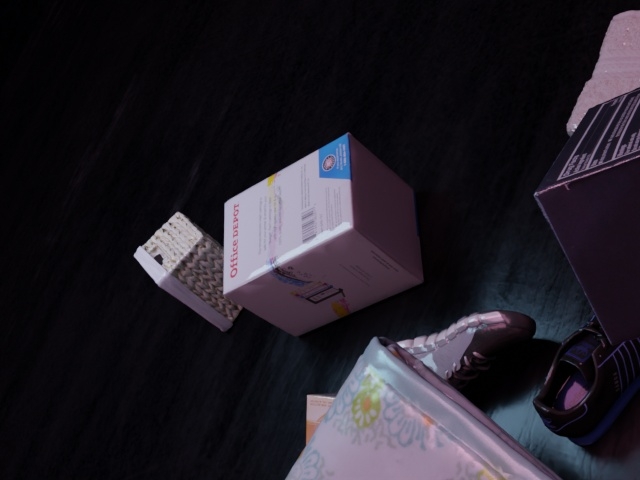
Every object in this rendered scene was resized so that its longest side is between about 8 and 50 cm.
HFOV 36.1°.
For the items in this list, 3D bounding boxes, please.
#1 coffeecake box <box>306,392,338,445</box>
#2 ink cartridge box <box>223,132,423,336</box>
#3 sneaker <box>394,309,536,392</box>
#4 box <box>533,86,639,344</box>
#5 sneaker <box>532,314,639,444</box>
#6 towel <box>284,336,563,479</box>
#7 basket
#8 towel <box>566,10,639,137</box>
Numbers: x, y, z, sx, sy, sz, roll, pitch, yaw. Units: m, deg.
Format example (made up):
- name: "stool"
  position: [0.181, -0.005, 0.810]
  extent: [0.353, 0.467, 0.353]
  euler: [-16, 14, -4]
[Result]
- name: "coffeecake box"
  position: [0.053, 0.282, 1.181]
  extent: [0.142, 0.068, 0.185]
  euler: [-3, 84, 43]
- name: "ink cartridge box"
  position: [0.000, 0.000, 1.395]
  extent: [0.233, 0.168, 0.171]
  euler: [-26, 47, 29]
- name: "sneaker"
  position: [0.169, 0.173, 1.193]
  extent: [0.229, 0.086, 0.132]
  euler: [-26, 52, 43]
- name: "box"
  position: [0.404, -0.071, 0.955]
  extent: [0.294, 0.182, 0.296]
  euler: [-21, 12, 32]
- name: "sneaker"
  position: [0.319, 0.114, 1.071]
  extent: [0.081, 0.090, 0.232]
  euler: [29, 85, 50]
- name: "towel"
  position: [0.096, 0.322, 0.999]
  extent: [0.374, 0.090, 0.320]
  euler: [39, 99, 43]
- name: "basket"
  position: [-0.191, 0.047, 1.552]
  extent: [0.103, 0.167, 0.113]
  euler: [-49, 40, -1]
- name: "towel"
  position: [0.446, -0.195, 1.196]
  extent: [0.282, 0.049, 0.187]
  euler: [13, 72, 48]
